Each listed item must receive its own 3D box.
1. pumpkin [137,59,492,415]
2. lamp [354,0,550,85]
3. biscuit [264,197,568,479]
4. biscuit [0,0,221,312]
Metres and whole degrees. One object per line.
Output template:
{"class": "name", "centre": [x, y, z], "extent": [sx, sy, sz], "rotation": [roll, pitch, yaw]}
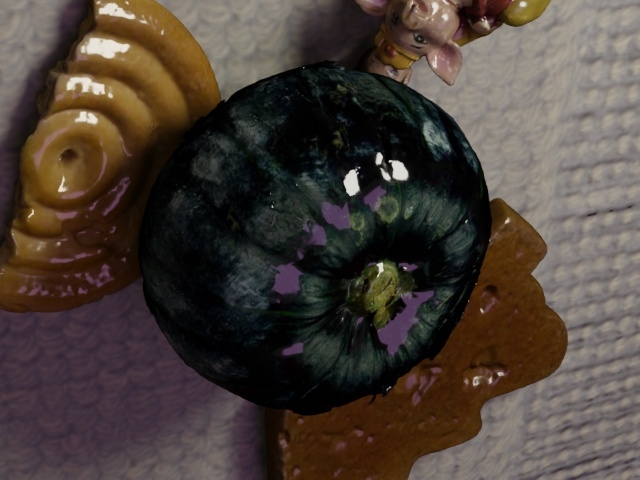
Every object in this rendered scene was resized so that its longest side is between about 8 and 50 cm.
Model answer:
{"class": "pumpkin", "centre": [0.000, 0.000, 0.909], "extent": [0.233, 0.163, 0.233], "rotation": [-20, 130, -26]}
{"class": "lamp", "centre": [0.095, -0.181, 0.931], "extent": [0.253, 0.118, 0.118], "rotation": [-47, 131, 9]}
{"class": "biscuit", "centre": [0.056, 0.093, 1.109], "extent": [0.301, 0.043, 0.278], "rotation": [-48, 131, 0]}
{"class": "biscuit", "centre": [-0.130, -0.044, 0.919], "extent": [0.144, 0.033, 0.224], "rotation": [15, 108, -37]}
